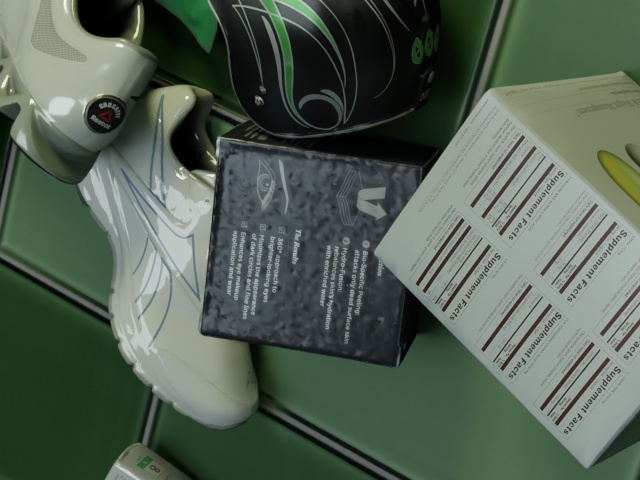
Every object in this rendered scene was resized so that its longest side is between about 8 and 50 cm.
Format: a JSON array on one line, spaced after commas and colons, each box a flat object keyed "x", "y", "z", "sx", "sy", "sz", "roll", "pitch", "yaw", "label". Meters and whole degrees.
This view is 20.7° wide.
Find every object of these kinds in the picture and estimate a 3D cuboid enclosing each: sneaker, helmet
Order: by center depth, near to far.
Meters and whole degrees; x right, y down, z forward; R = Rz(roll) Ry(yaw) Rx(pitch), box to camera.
[{"x": 0.004, "y": -0.171, "z": 1.289, "sx": 0.169, "sy": 0.169, "sz": 0.161, "roll": 2, "pitch": 115, "yaw": 35, "label": "helmet"}, {"x": -0.109, "y": 0.010, "z": 1.437, "sx": 0.129, "sy": 0.111, "sz": 0.297, "roll": -22, "pitch": 85, "yaw": 30, "label": "sneaker"}, {"x": -0.215, "y": -0.198, "z": 1.450, "sx": 0.146, "sy": 0.122, "sz": 0.330, "roll": -45, "pitch": 49, "yaw": 14, "label": "sneaker"}]

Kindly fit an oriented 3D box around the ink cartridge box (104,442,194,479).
[{"x": -0.117, "y": 0.311, "z": 1.537, "sx": 0.225, "sy": 0.056, "sz": 0.181, "roll": 33, "pitch": 117, "yaw": 6, "label": "ink cartridge box"}]

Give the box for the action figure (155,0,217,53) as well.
[{"x": -0.146, "y": -0.273, "z": 1.439, "sx": 0.232, "sy": 0.063, "sz": 0.137, "roll": 37, "pitch": 119, "yaw": 21, "label": "action figure"}]

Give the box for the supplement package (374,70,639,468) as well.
[{"x": 0.189, "y": 0.010, "z": 1.164, "sx": 0.203, "sy": 0.194, "sz": 0.149, "roll": 46, "pitch": 121, "yaw": 20, "label": "supplement package"}]

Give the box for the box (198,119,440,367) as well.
[{"x": 0.000, "y": 0.000, "z": 1.331, "sx": 0.158, "sy": 0.093, "sz": 0.156, "roll": 9, "pitch": 104, "yaw": 10, "label": "box"}]
